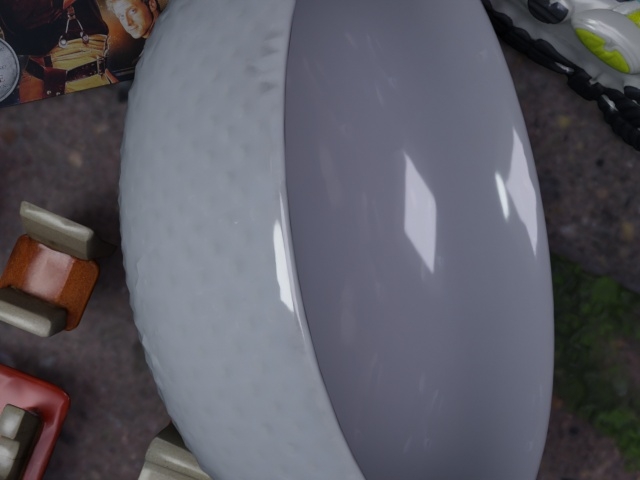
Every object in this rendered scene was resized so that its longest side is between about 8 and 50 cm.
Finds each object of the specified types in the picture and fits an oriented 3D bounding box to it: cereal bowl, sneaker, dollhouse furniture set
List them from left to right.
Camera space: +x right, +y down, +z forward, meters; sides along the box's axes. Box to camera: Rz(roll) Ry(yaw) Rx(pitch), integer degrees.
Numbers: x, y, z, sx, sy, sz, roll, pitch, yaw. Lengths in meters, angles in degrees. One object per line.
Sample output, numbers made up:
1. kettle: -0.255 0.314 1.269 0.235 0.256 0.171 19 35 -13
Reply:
1. dollhouse furniture set: -0.172 0.115 0.865 0.259 0.135 0.262 22 87 3
2. cereal bowl: 0.000 0.000 0.797 0.141 0.339 0.339 -9 93 25
3. sneaker: 0.206 -0.124 0.916 0.275 0.107 0.110 39 76 -8

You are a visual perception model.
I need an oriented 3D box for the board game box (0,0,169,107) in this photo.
1. board game box: -0.107 -0.173 0.859 0.243 0.042 0.165 -14 119 -8
